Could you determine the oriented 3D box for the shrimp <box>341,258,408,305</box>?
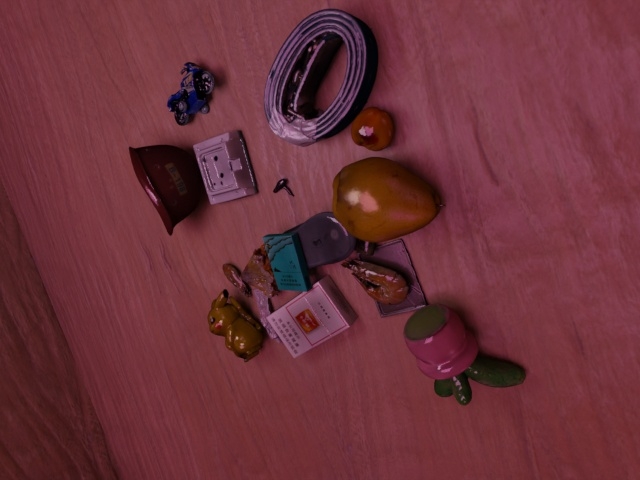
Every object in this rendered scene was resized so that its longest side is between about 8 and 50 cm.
[{"bbox_3d":[0.189,0.143,1.543,0.267,0.061,0.145,25,124,17],"label":"shrimp"}]

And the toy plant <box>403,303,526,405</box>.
[{"bbox_3d":[0.450,0.381,1.411,0.317,0.211,0.356,-26,105,31],"label":"toy plant"}]

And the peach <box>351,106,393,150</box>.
[{"bbox_3d":[0.170,-0.359,1.376,0.138,0.138,0.138,9,110,27],"label":"peach"}]

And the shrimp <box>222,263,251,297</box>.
[{"bbox_3d":[-0.370,0.178,1.899,0.190,0.042,0.101,48,142,7],"label":"shrimp"}]

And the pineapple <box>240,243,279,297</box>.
[{"bbox_3d":[-0.240,0.129,1.767,0.186,0.114,0.237,3,110,28],"label":"pineapple"}]

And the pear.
[{"bbox_3d":[0.202,-0.135,1.347,0.336,0.285,0.285,-15,100,-3],"label":"pear"}]

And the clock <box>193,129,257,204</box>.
[{"bbox_3d":[-0.398,-0.286,1.721,0.231,0.116,0.263,-8,100,32],"label":"clock"}]

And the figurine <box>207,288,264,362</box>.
[{"bbox_3d":[-0.382,0.373,1.886,0.326,0.169,0.218,41,144,5],"label":"figurine"}]

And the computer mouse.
[{"bbox_3d":[0.000,0.000,1.586,0.370,0.122,0.188,-23,95,41],"label":"computer mouse"}]

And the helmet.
[{"bbox_3d":[-0.607,-0.242,1.776,0.337,0.230,0.385,8,125,62],"label":"helmet"}]

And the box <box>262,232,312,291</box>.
[{"bbox_3d":[-0.127,0.083,1.630,0.160,0.042,0.227,-2,110,40],"label":"box"}]

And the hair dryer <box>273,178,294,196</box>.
[{"bbox_3d":[-0.140,-0.192,1.662,0.083,0.031,0.079,46,132,0],"label":"hair dryer"}]

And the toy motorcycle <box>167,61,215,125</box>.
[{"bbox_3d":[-0.518,-0.590,1.699,0.315,0.113,0.169,-30,79,41],"label":"toy motorcycle"}]

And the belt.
[{"bbox_3d":[0.001,-0.514,1.391,0.300,0.173,0.437,40,121,9],"label":"belt"}]

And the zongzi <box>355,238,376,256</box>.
[{"bbox_3d":[0.157,-0.031,1.539,0.130,0.062,0.154,29,105,54],"label":"zongzi"}]

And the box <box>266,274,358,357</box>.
[{"bbox_3d":[-0.039,0.309,1.722,0.330,0.095,0.210,-37,86,31],"label":"box"}]

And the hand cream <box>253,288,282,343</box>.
[{"bbox_3d":[-0.225,0.329,1.861,0.084,0.050,0.257,-17,94,35],"label":"hand cream"}]

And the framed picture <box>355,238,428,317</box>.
[{"bbox_3d":[0.256,0.141,1.548,0.192,0.018,0.266,-18,96,32],"label":"framed picture"}]
